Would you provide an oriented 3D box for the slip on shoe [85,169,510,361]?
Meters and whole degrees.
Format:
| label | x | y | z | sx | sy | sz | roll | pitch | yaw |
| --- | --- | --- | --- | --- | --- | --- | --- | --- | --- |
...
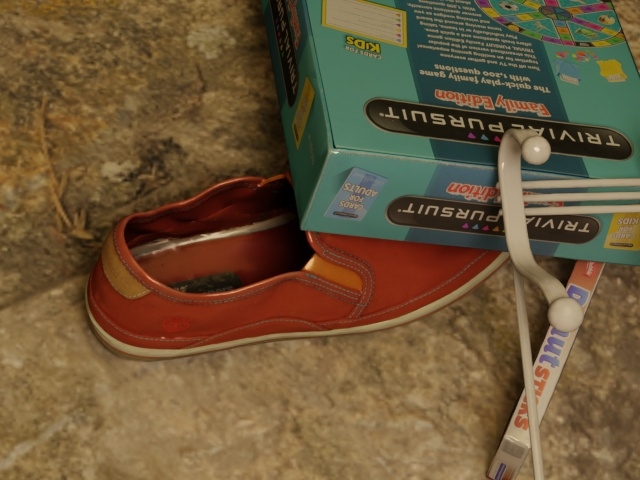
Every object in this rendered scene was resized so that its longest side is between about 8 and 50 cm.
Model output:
| label | x | y | z | sx | sy | sz | roll | pitch | yaw |
| --- | --- | --- | --- | --- | --- | --- | --- | --- | --- |
| slip on shoe | 0.000 | 0.000 | 1.256 | 0.331 | 0.101 | 0.123 | -12 | 58 | -17 |

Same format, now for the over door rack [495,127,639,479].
| label | x | y | z | sx | sy | sz | roll | pitch | yaw |
| --- | --- | --- | --- | --- | --- | --- | --- | --- | --- |
| over door rack | 0.240 | 0.087 | 1.139 | 0.239 | 0.108 | 0.324 | -1 | 88 | -15 |

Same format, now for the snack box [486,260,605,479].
| label | x | y | z | sx | sy | sz | roll | pitch | yaw |
| --- | --- | --- | --- | --- | --- | --- | --- | --- | --- |
| snack box | 0.159 | 0.081 | 1.247 | 0.022 | 0.064 | 0.178 | 22 | 57 | 8 |

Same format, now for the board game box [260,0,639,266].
| label | x | y | z | sx | sy | sz | roll | pitch | yaw |
| --- | --- | --- | --- | --- | --- | --- | --- | --- | --- |
| board game box | 0.093 | -0.138 | 1.306 | 0.254 | 0.079 | 0.336 | 6 | 45 | -16 |
